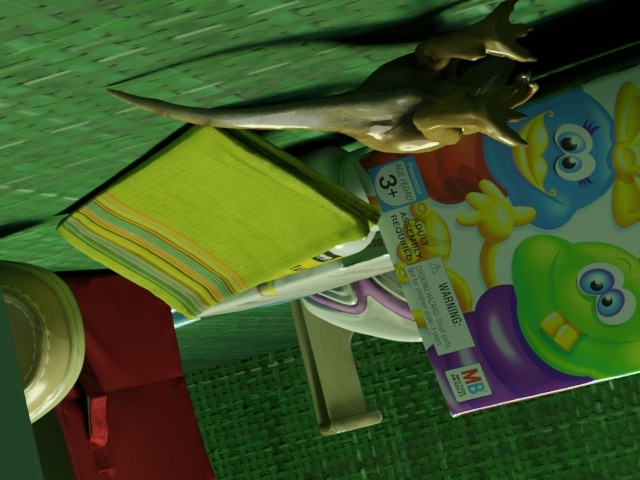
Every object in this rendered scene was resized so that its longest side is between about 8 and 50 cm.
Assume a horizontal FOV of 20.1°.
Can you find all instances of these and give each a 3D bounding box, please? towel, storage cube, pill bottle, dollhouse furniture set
[{"bbox_3d":[-0.062,-0.007,0.954,0.102,0.021,0.237,30,157,-17],"label":"towel"},{"bbox_3d":[-0.223,0.133,1.378,0.215,0.183,0.193,-18,175,26],"label":"storage cube"},{"bbox_3d":[-0.008,-0.017,1.034,0.116,0.065,0.065,-19,172,35],"label":"pill bottle"},{"bbox_3d":[0.102,0.061,1.555,0.242,0.161,0.212,-13,174,-7],"label":"dollhouse furniture set"}]

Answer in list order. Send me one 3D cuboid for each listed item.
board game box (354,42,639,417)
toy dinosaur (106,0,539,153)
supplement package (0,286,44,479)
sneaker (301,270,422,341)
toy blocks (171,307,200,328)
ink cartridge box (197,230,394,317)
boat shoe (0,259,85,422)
[{"bbox_3d":[0.183,-0.028,0.872,0.275,0.142,0.144,-18,-173,32],"label":"board game box"},{"bbox_3d":[0.030,-0.056,0.770,0.211,0.064,0.112,-7,172,-45],"label":"toy dinosaur"},{"bbox_3d":[-0.216,0.083,0.517,0.198,0.262,0.199,-19,172,43],"label":"supplement package"},{"bbox_3d":[0.133,0.008,1.355,0.305,0.114,0.152,-14,173,-1],"label":"sneaker"},{"bbox_3d":[-0.174,0.079,1.599,0.148,0.054,0.123,-15,173,4],"label":"toy blocks"},{"bbox_3d":[0.000,0.000,1.225,0.181,0.061,0.104,-18,173,38],"label":"ink cartridge box"},{"bbox_3d":[-0.306,0.089,1.058,0.341,0.121,0.110,-14,175,12],"label":"boat shoe"}]
